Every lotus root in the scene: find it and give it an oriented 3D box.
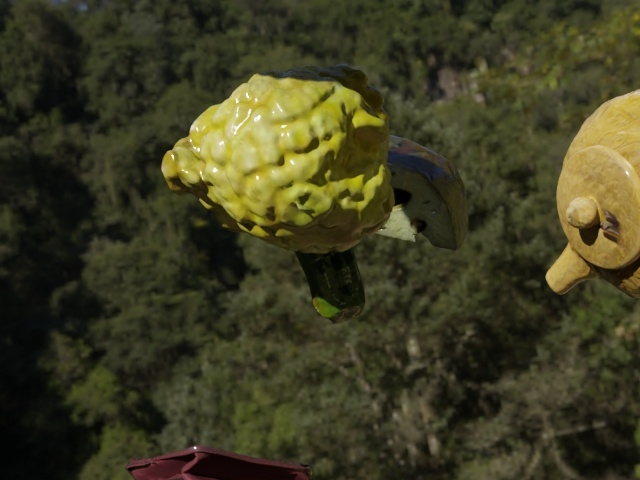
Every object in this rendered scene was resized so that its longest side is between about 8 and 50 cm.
[{"bbox_3d":[0.100,-0.071,1.619,0.235,0.138,0.119,17,33,15],"label":"lotus root"}]

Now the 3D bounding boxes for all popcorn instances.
[{"bbox_3d":[-0.043,-0.090,1.257,0.251,0.206,0.237,0,18,-1],"label":"popcorn"}]

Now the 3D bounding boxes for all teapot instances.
[{"bbox_3d":[0.306,-0.047,1.094,0.167,0.203,0.311,-14,-31,-29],"label":"teapot"}]

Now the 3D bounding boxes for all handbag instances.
[{"bbox_3d":[-0.141,0.342,1.584,0.203,0.074,0.216,20,-27,-32],"label":"handbag"}]

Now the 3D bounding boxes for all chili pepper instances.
[{"bbox_3d":[-0.003,0.001,1.407,0.072,0.204,0.073,-7,-23,-35],"label":"chili pepper"}]
